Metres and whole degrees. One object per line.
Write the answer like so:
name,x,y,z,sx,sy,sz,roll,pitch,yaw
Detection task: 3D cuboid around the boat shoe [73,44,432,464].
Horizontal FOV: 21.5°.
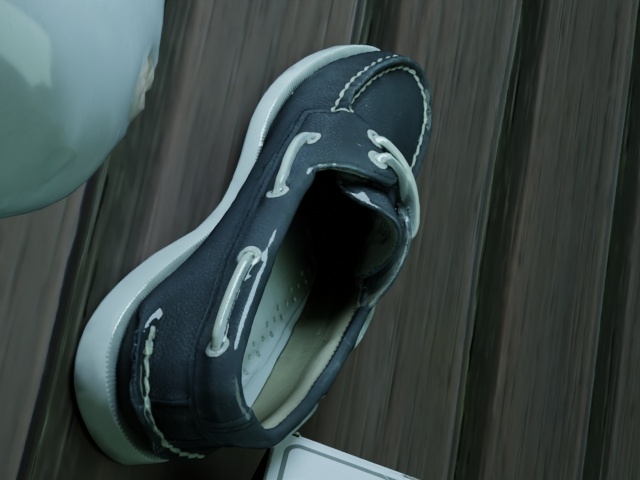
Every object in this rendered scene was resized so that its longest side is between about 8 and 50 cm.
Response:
boat shoe,0.000,0.000,0.821,0.114,0.091,0.302,62,42,-30

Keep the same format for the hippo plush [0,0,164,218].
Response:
hippo plush,-0.128,-0.104,0.523,0.234,0.237,0.294,10,78,-54

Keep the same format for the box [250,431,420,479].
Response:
box,0.020,0.230,0.691,0.290,0.169,0.087,-77,-171,-50
